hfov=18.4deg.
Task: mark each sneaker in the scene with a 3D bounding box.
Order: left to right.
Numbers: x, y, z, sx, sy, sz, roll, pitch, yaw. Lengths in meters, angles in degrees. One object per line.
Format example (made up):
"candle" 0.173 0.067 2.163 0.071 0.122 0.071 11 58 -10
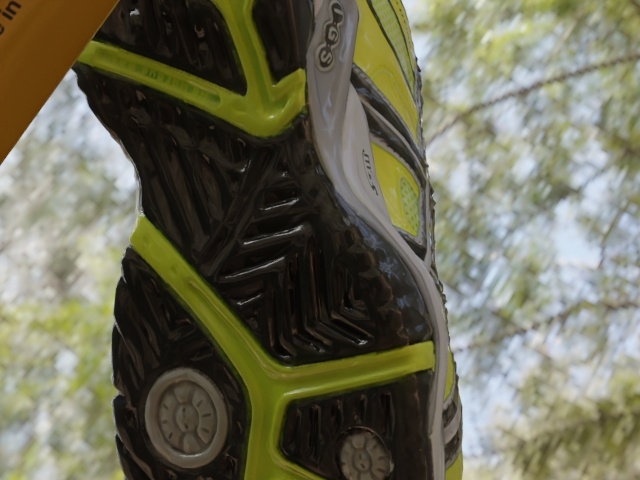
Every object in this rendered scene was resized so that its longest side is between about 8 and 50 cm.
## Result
"sneaker" 0.000 0.000 0.786 0.145 0.147 0.384 -9 -93 29

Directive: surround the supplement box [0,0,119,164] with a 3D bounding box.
"supplement box" -0.145 -0.082 0.326 0.194 0.129 0.191 32 -83 -37
